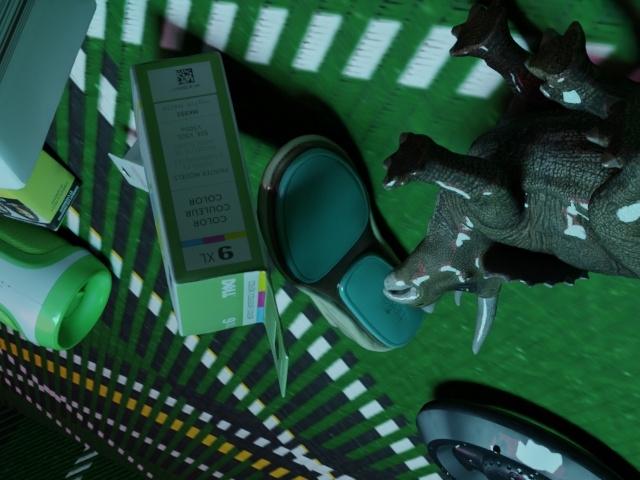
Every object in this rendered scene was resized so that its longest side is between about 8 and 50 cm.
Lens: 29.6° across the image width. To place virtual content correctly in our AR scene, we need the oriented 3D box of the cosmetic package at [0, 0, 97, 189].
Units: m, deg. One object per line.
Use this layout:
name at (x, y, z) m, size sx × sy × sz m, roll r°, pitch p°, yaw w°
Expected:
cosmetic package at (-0.401, -0.167, 0.753) m, size 0.453 × 0.162 × 0.230 m, roll 4°, pitch 151°, yaw 17°

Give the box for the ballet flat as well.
ballet flat at (0.000, 0.000, 0.850) m, size 0.086 × 0.086 × 0.248 m, roll 20°, pitch 156°, yaw 33°

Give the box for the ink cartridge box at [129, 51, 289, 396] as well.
ink cartridge box at (-0.073, -0.004, 0.784) m, size 0.062 × 0.209 × 0.109 m, roll -11°, pitch 160°, yaw -9°

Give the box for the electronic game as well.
electronic game at (0.189, 0.209, 1.083) m, size 0.229 × 0.048 × 0.229 m, roll 28°, pitch 159°, yaw 12°

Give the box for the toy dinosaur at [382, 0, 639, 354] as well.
toy dinosaur at (0.138, -0.025, 0.564) m, size 0.160 × 0.121 × 0.313 m, roll 32°, pitch 160°, yaw -35°

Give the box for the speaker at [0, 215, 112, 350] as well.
speaker at (-0.393, 0.010, 1.408) m, size 0.296 × 0.131 × 0.131 m, roll 29°, pitch 160°, yaw 13°

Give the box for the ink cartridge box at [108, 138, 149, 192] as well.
ink cartridge box at (-0.126, -0.056, 0.979) m, size 0.083 × 0.028 × 0.048 m, roll 22°, pitch 157°, yaw 29°

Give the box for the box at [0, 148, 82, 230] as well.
box at (-0.325, -0.093, 1.112) m, size 0.087 × 0.058 × 0.232 m, roll 14°, pitch 159°, yaw 33°
